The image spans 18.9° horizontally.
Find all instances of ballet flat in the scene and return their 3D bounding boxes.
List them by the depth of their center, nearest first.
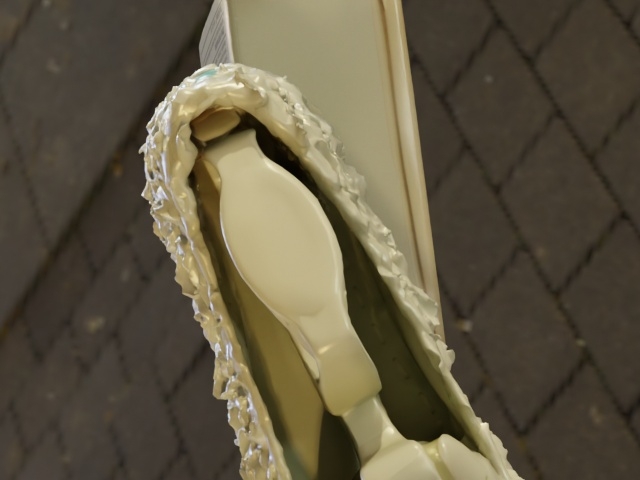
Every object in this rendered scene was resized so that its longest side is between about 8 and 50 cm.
[{"bbox_3d":[0.012,0.089,1.003,0.147,0.147,0.409,-34,80,43],"label":"ballet flat"}]

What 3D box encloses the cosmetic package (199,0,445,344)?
[{"bbox_3d":[0.000,0.000,1.203,0.160,0.113,0.309,136,127,-77],"label":"cosmetic package"}]
